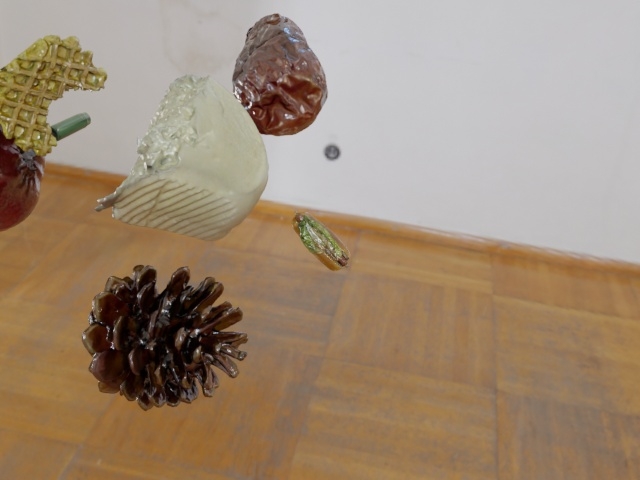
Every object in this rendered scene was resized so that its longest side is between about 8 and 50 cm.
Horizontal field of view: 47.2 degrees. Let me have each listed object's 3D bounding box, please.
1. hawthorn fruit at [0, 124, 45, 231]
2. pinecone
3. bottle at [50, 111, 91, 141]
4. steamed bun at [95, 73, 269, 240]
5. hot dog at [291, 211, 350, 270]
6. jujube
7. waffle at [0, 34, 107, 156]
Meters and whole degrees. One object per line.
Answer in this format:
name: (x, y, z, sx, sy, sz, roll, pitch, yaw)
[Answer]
hawthorn fruit: (-0.649, -0.132, 1.287, 0.307, 0.265, 0.265, -10, 31, 0)
pinecone: (-0.242, 0.156, 1.218, 0.264, 0.264, 0.264, 5, 30, -3)
bottle: (-0.466, -0.213, 1.365, 0.030, 0.030, 0.083, 22, 39, 24)
steamed bun: (-0.232, -0.160, 1.348, 0.274, 0.272, 0.290, 18, -20, -25)
hot dog: (0.000, 0.000, 1.254, 0.133, 0.041, 0.056, 45, 71, -5)
jujube: (-0.095, -0.374, 1.625, 0.216, 0.216, 0.342, -1, 42, -13)
waffle: (-0.439, -0.237, 1.182, 0.194, 0.149, 0.051, -45, 36, -15)
